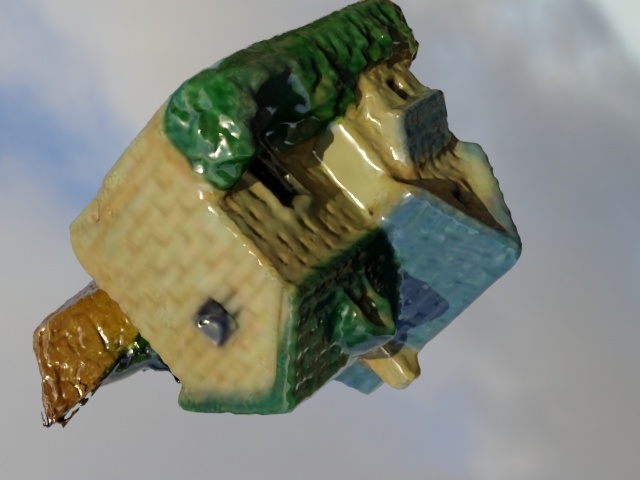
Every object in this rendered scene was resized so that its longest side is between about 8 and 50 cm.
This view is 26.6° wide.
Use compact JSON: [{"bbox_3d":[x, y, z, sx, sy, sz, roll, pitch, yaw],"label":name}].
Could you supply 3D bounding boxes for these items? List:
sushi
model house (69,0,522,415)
[{"bbox_3d":[-0.200,0.095,1.473,0.140,0.149,0.287,61,-156,-10],"label":"sushi"},{"bbox_3d":[0.000,0.000,1.401,0.342,0.334,0.382,50,-144,8],"label":"model house"}]
